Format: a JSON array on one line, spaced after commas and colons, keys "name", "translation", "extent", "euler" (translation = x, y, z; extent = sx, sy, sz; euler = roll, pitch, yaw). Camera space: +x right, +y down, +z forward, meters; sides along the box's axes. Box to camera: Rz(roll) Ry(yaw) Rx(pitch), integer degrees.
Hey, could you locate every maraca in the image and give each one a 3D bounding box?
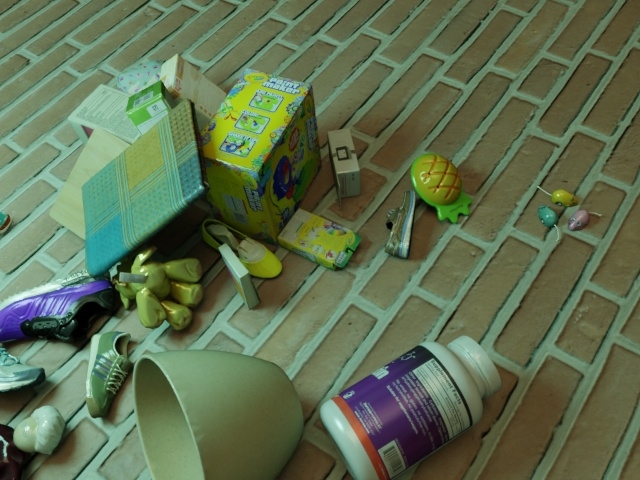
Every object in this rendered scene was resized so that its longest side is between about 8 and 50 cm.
[{"name": "maraca", "translation": [0.296, -0.130, 1.434], "extent": [0.127, 0.099, 0.185], "euler": [-31, 84, -18]}]

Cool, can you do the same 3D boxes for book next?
[{"name": "book", "translation": [-0.183, 0.081, 1.311], "extent": [0.035, 0.144, 0.096], "euler": [-33, 61, -15]}]

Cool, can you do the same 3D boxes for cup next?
[{"name": "cup", "translation": [-0.172, 0.338, 1.073], "extent": [0.237, 0.331, 0.331], "euler": [-12, 53, -33]}]

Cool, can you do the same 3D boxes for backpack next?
[{"name": "backpack", "translation": [-0.493, -0.445, 1.699], "extent": [0.182, 0.115, 0.151], "euler": [-21, 60, -5]}]

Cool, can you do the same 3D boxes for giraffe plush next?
[{"name": "giraffe plush", "translation": [-0.393, 0.100, 1.325], "extent": [0.171, 0.210, 0.181], "euler": [3, 67, 48]}]

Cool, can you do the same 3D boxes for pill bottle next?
[{"name": "pill bottle", "translation": [0.172, 0.313, 1.106], "extent": [0.323, 0.181, 0.181], "euler": [-28, 59, -13]}]

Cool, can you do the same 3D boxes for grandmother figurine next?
[{"name": "grandmother figurine", "translation": [-0.665, 0.447, 1.151], "extent": [0.342, 0.104, 0.207], "euler": [-32, 71, -11]}]

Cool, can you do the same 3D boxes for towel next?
[{"name": "towel", "translation": [-0.389, -0.110, 1.272], "extent": [0.370, 0.040, 0.271], "euler": [-32, 55, 24]}]

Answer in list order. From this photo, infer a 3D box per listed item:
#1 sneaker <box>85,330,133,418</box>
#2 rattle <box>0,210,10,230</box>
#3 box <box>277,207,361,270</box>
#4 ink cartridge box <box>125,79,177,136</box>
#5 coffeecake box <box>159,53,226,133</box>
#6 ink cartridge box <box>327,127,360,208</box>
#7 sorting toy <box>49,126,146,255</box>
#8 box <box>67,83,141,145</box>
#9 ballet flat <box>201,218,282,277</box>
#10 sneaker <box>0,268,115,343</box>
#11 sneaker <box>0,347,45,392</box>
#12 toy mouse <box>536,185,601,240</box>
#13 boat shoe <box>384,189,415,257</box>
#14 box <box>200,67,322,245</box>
[{"name": "sneaker", "translation": [-0.447, 0.278, 1.255], "extent": [0.086, 0.064, 0.192], "euler": [-13, 54, 3]}, {"name": "rattle", "translation": [-0.854, 0.024, 1.461], "extent": [0.200, 0.130, 0.142], "euler": [-20, 65, -39]}, {"name": "box", "translation": [0.000, 0.000, 1.407], "extent": [0.179, 0.043, 0.105], "euler": [24, 62, 22]}, {"name": "ink cartridge box", "translation": [-0.365, -0.250, 1.455], "extent": [0.097, 0.255, 0.188], "euler": [-29, 28, 0]}, {"name": "coffeecake box", "translation": [-0.350, -0.394, 1.606], "extent": [0.068, 0.185, 0.142], "euler": [-23, 51, 30]}, {"name": "ink cartridge box", "translation": [0.062, -0.181, 1.481], "extent": [0.060, 0.104, 0.180], "euler": [-9, 57, -2]}, {"name": "sorting toy", "translation": [-0.501, -0.110, 1.453], "extent": [0.257, 0.089, 0.255], "euler": [29, 91, 20]}, {"name": "box", "translation": [-0.537, -0.307, 1.606], "extent": [0.232, 0.126, 0.148], "euler": [22, 62, 19]}, {"name": "ballet flat", "translation": [-0.195, 0.014, 1.395], "extent": [0.231, 0.077, 0.077], "euler": [29, 64, 21]}, {"name": "sneaker", "translation": [-0.600, 0.176, 1.315], "extent": [0.294, 0.102, 0.146], "euler": [-26, 59, -11]}, {"name": "sneaker", "translation": [-0.725, 0.259, 1.248], "extent": [0.283, 0.110, 0.122], "euler": [3, 82, 6]}, {"name": "toy mouse", "translation": [0.582, -0.062, 1.397], "extent": [0.161, 0.031, 0.143], "euler": [20, 61, 17]}, {"name": "boat shoe", "translation": [0.190, -0.046, 1.404], "extent": [0.066, 0.066, 0.183], "euler": [7, 58, 11]}, {"name": "box", "translation": [-0.140, -0.195, 1.398], "extent": [0.177, 0.290, 0.279], "euler": [18, 62, 16]}]
